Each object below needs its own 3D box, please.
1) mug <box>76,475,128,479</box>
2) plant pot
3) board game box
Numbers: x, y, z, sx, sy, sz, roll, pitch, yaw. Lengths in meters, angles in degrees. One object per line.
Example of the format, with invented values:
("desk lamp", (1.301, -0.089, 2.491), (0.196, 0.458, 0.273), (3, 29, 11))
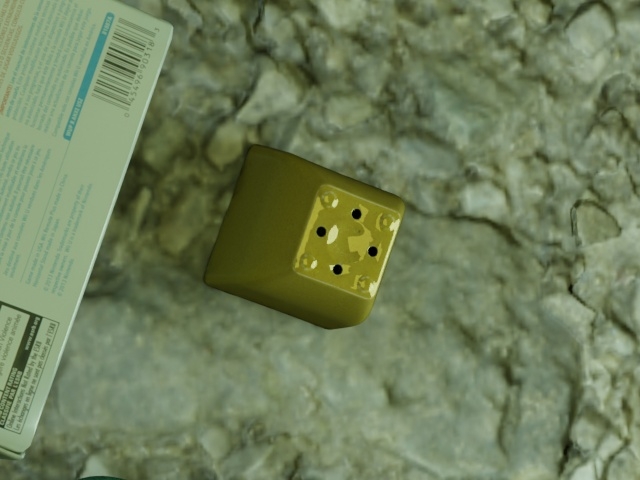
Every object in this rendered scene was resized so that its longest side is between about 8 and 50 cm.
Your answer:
("mug", (-0.115, 0.194, 0.965), (0.097, 0.129, 0.158), (26, 83, -16))
("plant pot", (0.000, 0.000, 1.026), (0.081, 0.083, 0.081), (21, 84, -21))
("board game box", (-0.250, -0.051, 0.914), (0.303, 0.097, 0.224), (23, 77, -21))
